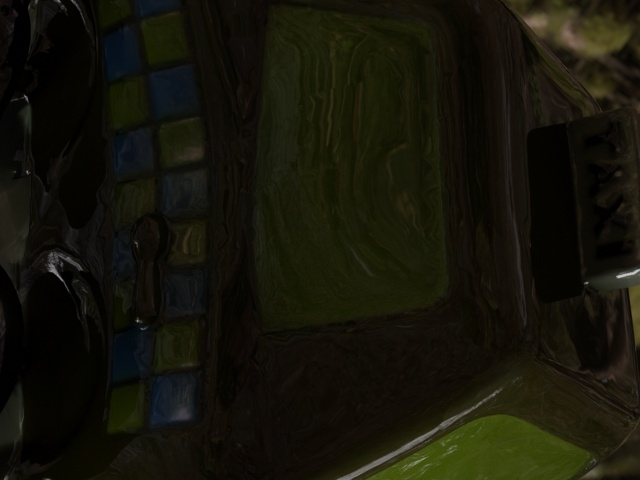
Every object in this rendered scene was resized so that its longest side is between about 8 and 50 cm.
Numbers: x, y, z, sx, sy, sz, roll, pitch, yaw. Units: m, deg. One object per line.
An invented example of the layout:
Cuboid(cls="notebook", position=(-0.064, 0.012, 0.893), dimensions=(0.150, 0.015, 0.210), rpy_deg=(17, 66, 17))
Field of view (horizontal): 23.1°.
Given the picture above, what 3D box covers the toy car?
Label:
Cuboid(cls="toy car", position=(0.000, 0.000, 0.453), dimensions=(0.204, 0.198, 0.248), rpy_deg=(32, -130, -55))
